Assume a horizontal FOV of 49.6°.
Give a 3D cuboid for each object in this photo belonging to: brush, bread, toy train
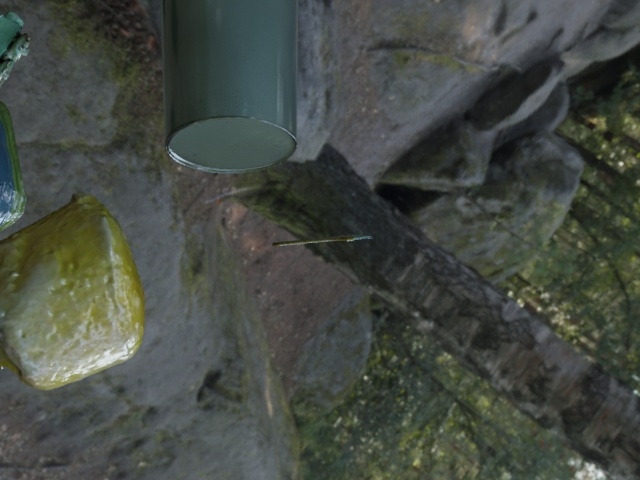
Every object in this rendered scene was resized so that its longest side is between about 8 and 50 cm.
[{"bbox_3d":[0.000,0.000,1.537,0.218,0.082,0.010,-6,95,-17],"label":"brush"},{"bbox_3d":[-0.281,0.057,0.753,0.171,0.197,0.197,-25,146,-31],"label":"bread"},{"bbox_3d":[-0.510,-0.254,1.040,0.125,0.081,0.194,-20,-136,55],"label":"toy train"}]

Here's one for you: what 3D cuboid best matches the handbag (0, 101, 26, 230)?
[{"bbox_3d":[-0.645,-0.124,1.125,0.222,0.263,0.241,-20,172,27],"label":"handbag"}]

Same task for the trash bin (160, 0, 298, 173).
[{"bbox_3d":[-0.173,-0.371,1.327,0.280,0.280,0.432,50,35,-69],"label":"trash bin"}]
